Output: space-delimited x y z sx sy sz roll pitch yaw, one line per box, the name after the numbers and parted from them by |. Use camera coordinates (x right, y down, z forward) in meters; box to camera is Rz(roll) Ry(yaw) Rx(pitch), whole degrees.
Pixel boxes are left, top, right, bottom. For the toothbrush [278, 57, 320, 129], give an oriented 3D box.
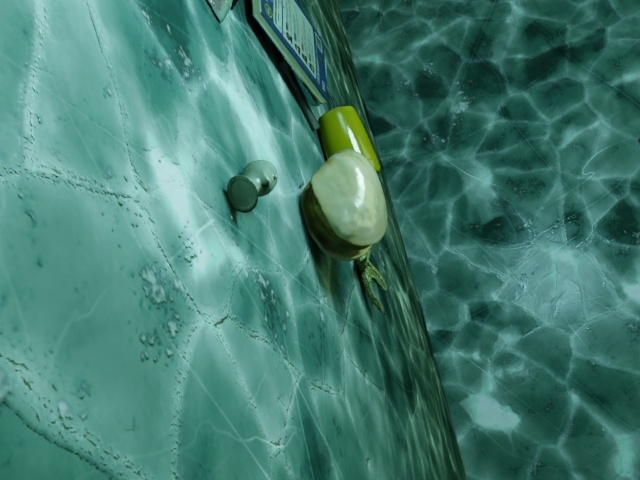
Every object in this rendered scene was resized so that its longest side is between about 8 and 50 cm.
-0.068 -0.473 1.905 0.297 0.030 0.030 57 11 -46 | toothbrush

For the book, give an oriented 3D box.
-0.090 -0.662 1.814 0.428 0.039 0.300 42 38 -53 | book

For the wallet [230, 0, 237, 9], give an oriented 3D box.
-0.212 -0.631 1.371 0.166 0.030 0.111 -11 -84 68 | wallet

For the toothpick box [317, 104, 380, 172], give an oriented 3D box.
0.092 -0.343 2.080 0.175 0.175 0.271 -3 72 -76 | toothpick box

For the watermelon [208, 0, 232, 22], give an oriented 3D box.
-0.248 -0.594 1.322 0.094 0.081 0.180 -50 119 -44 | watermelon

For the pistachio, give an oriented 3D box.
0.066 -0.101 1.576 0.229 0.238 0.321 122 -27 -52 | pistachio

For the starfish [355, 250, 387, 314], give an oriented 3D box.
0.166 0.067 2.048 0.358 0.078 0.347 -84 152 -59 | starfish

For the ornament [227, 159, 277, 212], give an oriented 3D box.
-0.127 -0.113 1.138 0.156 0.081 0.074 -58 134 -66 | ornament

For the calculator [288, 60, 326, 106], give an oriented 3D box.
-0.050 -0.618 2.001 0.256 0.054 0.386 57 22 -35 | calculator

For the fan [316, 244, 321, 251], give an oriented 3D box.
0.000 0.000 1.641 0.133 0.005 0.085 45 30 -61 | fan
